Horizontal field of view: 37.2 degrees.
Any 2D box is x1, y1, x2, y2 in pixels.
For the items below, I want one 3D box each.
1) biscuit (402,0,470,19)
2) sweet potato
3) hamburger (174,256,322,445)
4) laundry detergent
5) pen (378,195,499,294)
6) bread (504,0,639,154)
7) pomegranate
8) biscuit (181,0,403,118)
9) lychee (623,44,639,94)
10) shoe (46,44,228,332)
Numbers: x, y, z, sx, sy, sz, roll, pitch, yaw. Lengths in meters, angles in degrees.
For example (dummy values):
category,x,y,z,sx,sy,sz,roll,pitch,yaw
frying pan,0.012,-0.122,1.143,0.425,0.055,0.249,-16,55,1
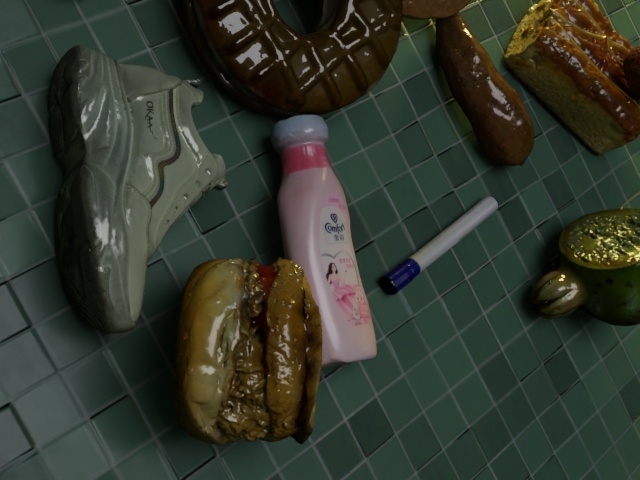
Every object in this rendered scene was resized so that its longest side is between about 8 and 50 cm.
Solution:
category,x,y,z,sx,sy,sz,roll,pitch,yaw
biscuit,0.121,-0.523,1.407,0.385,0.062,0.365,33,99,-26
sweet potato,0.255,-0.245,1.511,0.097,0.097,0.292,-33,96,-35
hamburger,-0.092,0.128,1.114,0.163,0.244,0.245,-1,78,-12
laundry detergent,0.000,0.000,1.270,0.159,0.087,0.335,13,65,-68
pen,0.184,0.003,1.438,0.269,0.033,0.033,-36,99,-35
bread,0.465,-0.300,1.653,0.274,0.114,0.185,41,60,-21
pomegranate,0.466,0.068,1.521,0.241,0.189,0.159,-40,125,-35
biscuit,-0.033,-0.329,1.298,0.332,0.103,0.332,-1,92,-29
lychee,0.576,-0.281,1.585,0.140,0.114,0.101,29,71,1
shoe,-0.203,-0.062,1.135,0.210,0.132,0.342,2,74,-31
